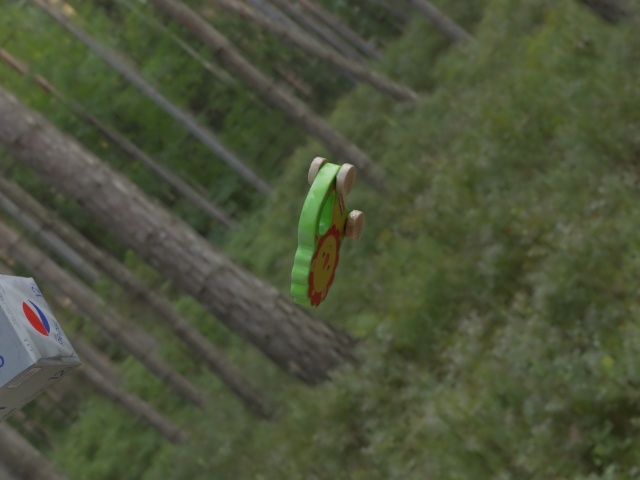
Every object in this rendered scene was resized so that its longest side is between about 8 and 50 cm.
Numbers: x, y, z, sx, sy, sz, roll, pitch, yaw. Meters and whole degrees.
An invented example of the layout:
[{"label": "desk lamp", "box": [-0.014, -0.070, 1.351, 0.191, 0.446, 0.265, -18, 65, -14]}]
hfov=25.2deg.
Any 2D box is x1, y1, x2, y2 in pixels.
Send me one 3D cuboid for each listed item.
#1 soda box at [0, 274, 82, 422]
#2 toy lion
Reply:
[{"label": "soda box", "box": [-0.356, 0.147, 1.251, 0.286, 0.098, 0.091, -35, -14, 12]}, {"label": "toy lion", "box": [0.000, 0.000, 1.108, 0.100, 0.034, 0.096, 78, -147, -55]}]
